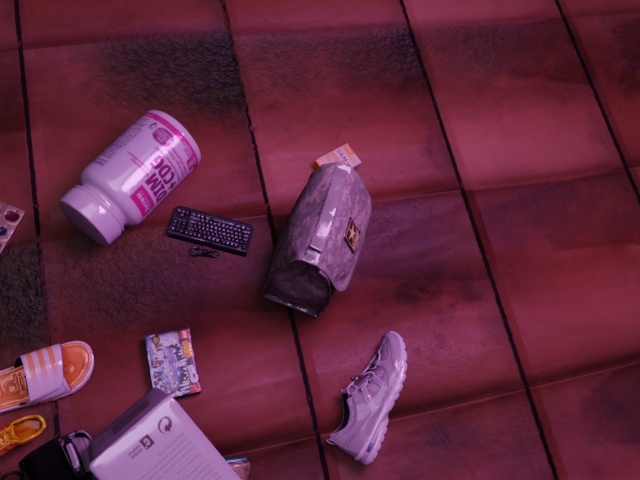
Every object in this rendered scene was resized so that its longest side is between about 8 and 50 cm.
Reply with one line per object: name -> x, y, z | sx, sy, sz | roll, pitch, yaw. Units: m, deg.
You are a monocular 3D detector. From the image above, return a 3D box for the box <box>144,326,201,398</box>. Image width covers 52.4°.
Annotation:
box -> -0.303, 0.254, 1.330 | 0.094, 0.027, 0.137 | -10, 71, -17

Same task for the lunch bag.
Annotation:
lunch bag -> 0.000, 0.000, 1.356 | 0.169, 0.287, 0.235 | 21, 65, -3

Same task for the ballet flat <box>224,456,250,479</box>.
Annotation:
ballet flat -> -0.236, 0.457, 1.245 | 0.206, 0.073, 0.067 | -1, 78, -10

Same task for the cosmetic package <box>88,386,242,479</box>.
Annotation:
cosmetic package -> -0.187, 0.477, 1.104 | 0.161, 0.230, 0.453 | -40, 95, -20

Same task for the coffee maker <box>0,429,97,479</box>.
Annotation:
coffee maker -> -0.452, 0.455, 1.145 | 0.171, 0.120, 0.178 | -37, 52, -9

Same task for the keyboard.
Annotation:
keyboard -> -0.246, -0.011, 1.450 | 0.180, 0.023, 0.108 | 15, 67, -6

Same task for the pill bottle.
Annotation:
pill bottle -> -0.403, -0.132, 1.387 | 0.160, 0.160, 0.283 | 38, 67, 4

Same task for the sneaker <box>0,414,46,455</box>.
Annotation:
sneaker -> -0.585, 0.362, 1.174 | 0.175, 0.067, 0.064 | -28, 81, -44

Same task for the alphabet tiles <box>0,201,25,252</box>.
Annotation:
alphabet tiles -> -0.772, -0.022, 1.345 | 0.237, 0.009, 0.198 | 22, 66, -3

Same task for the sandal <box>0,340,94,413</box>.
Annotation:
sandal -> -0.565, 0.270, 1.239 | 0.265, 0.076, 0.102 | -21, 75, -19

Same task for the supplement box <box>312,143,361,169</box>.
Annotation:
supplement box -> 0.040, -0.184, 1.573 | 0.098, 0.036, 0.062 | -31, 79, -22

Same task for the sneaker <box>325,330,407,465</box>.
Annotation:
sneaker -> 0.099, 0.312, 1.354 | 0.115, 0.105, 0.281 | 23, 66, -3
